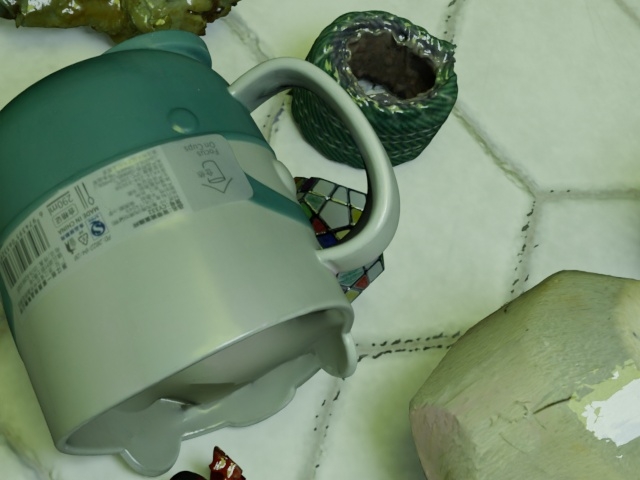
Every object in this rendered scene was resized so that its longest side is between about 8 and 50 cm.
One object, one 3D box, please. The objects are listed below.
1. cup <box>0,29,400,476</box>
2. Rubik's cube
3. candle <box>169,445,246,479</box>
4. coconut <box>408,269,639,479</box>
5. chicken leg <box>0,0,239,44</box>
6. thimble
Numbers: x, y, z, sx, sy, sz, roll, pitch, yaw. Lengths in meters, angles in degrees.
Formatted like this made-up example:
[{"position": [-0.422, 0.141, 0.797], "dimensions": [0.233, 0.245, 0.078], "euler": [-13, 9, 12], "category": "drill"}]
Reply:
[{"position": [-0.089, -0.006, 0.785], "dimensions": [0.289, 0.219, 0.258], "euler": [-29, 73, 7], "category": "cup"}, {"position": [0.000, 0.000, 0.899], "dimensions": [0.111, 0.093, 0.111], "euler": [7, 64, -15], "category": "Rubik's cube"}, {"position": [-0.158, 0.270, 0.744], "dimensions": [0.051, 0.048, 0.329], "euler": [44, 60, -11], "category": "candle"}, {"position": [0.180, 0.143, 0.820], "dimensions": [0.227, 0.230, 0.227], "euler": [30, 40, -29], "category": "coconut"}, {"position": [-0.169, -0.206, 0.954], "dimensions": [0.227, 0.088, 0.103], "euler": [-15, 83, -26], "category": "chicken leg"}, {"position": [0.048, -0.131, 0.979], "dimensions": [0.135, 0.090, 0.118], "euler": [11, 65, -14], "category": "thimble"}]
